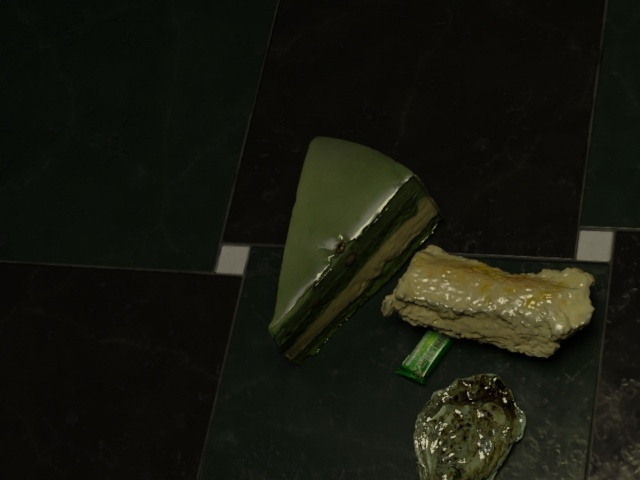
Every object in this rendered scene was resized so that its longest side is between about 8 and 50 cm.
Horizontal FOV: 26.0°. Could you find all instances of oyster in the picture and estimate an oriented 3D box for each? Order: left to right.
[{"bbox_3d":[0.173,0.243,1.692,0.177,0.064,0.125,-38,73,-15],"label":"oyster"}]

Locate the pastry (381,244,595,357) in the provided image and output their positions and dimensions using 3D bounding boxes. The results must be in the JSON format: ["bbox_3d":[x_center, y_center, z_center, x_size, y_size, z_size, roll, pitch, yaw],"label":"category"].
[{"bbox_3d":[0.217,0.074,1.739,0.258,0.089,0.121,10,55,18],"label":"pastry"}]

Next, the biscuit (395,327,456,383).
[{"bbox_3d":[0.138,0.144,1.776,0.046,0.016,0.089,31,77,31],"label":"biscuit"}]

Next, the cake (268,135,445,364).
[{"bbox_3d":[-0.002,0.005,1.820,0.172,0.158,0.283,39,84,31],"label":"cake"}]
